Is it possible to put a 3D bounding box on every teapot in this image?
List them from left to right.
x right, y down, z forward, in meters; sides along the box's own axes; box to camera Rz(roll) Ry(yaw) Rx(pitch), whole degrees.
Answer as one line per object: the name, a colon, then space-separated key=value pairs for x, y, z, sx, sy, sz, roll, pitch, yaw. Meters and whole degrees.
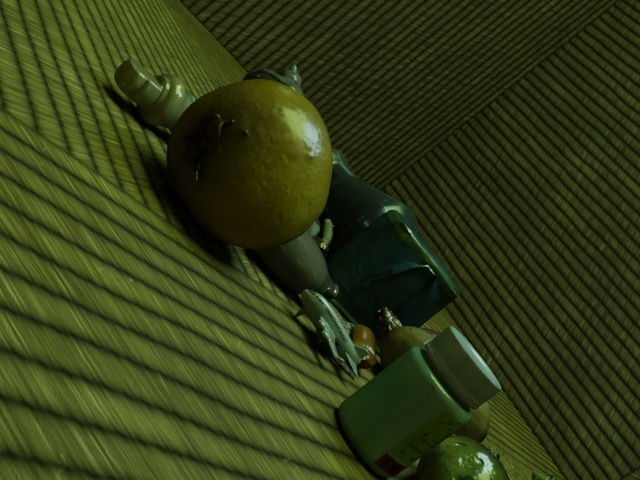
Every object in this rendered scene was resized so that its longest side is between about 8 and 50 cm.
teapot: x=0.079 y=-0.054 z=2.047 sx=0.344 sy=0.253 sz=0.300 roll=52 pitch=-26 yaw=37

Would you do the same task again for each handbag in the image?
handbag: x=0.159 y=0.092 z=1.776 sx=0.263 sy=0.241 sz=0.222 roll=51 pitch=8 yaw=-17

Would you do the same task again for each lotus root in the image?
lotus root: x=0.221 y=0.288 z=1.612 sx=0.342 sy=0.151 sz=0.169 roll=48 pitch=2 yaw=10

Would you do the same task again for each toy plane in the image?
toy plane: x=0.019 y=0.160 z=1.354 sx=0.171 sy=0.065 sz=0.162 roll=46 pitch=17 yaw=-4

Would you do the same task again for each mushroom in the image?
mushroom: x=0.000 y=0.000 z=1.821 sx=0.060 sy=0.061 sz=0.187 roll=56 pitch=22 yaw=-11

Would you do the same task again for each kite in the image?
kite: x=0.024 y=0.199 z=1.432 sx=0.152 sy=0.005 sz=0.137 roll=55 pitch=9 yaw=24

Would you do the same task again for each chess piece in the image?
chess piece: x=-0.231 y=-0.211 z=1.441 sx=0.397 sy=0.117 sz=0.117 roll=39 pitch=15 yaw=-49

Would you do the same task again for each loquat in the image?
loquat: x=-0.113 y=-0.129 z=1.229 sx=0.275 sy=0.275 sz=0.275 roll=50 pitch=9 yaw=-11

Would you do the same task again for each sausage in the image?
sausage: x=0.082 y=0.213 z=1.510 sx=0.062 sy=0.054 sz=0.183 roll=29 pitch=14 yaw=-6

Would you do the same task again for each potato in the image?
potato: x=0.247 y=0.406 z=1.284 sx=0.248 sy=0.143 sz=0.169 roll=38 pitch=27 yaw=-58

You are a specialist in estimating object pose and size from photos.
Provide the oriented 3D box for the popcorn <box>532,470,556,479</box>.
popcorn: x=0.512 y=0.617 z=1.673 sx=0.221 sy=0.183 sz=0.204 roll=32 pitch=4 yaw=-26

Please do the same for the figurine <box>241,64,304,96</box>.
figurine: x=-0.137 y=-0.263 z=1.787 sx=0.203 sy=0.248 sz=0.380 roll=35 pitch=27 yaw=-15

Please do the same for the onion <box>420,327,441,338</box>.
onion: x=0.297 y=0.332 z=1.808 sx=0.283 sy=0.120 sz=0.227 roll=63 pitch=-7 yaw=4

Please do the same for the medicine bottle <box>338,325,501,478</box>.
medicine bottle: x=0.148 y=0.245 z=1.166 sx=0.139 sy=0.225 sz=0.139 roll=48 pitch=10 yaw=-11

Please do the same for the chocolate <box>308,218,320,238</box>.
chocolate: x=-0.073 y=-0.089 z=1.841 sx=0.157 sy=0.080 sz=0.254 roll=57 pitch=11 yaw=32

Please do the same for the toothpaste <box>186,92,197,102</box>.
toothpaste: x=-0.284 y=-0.306 z=1.792 sx=0.067 sy=0.037 sz=0.255 roll=47 pitch=5 yaw=9

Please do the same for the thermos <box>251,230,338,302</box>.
thermos: x=-0.048 y=0.041 z=1.439 sx=0.193 sy=0.105 sz=0.137 roll=52 pitch=-23 yaw=-24
